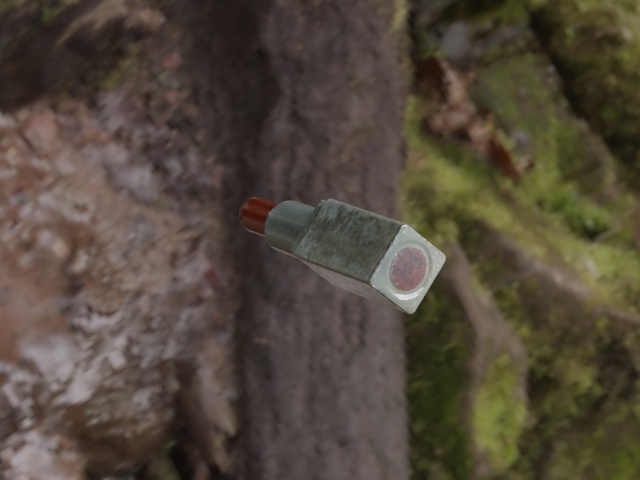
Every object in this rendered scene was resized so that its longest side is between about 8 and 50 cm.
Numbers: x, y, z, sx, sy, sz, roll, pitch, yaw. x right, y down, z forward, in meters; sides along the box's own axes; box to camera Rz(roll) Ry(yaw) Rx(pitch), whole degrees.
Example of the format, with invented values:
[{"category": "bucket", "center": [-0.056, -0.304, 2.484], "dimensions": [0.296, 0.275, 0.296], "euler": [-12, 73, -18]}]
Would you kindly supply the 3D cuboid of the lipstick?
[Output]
[{"category": "lipstick", "center": [0.000, -0.001, 0.813], "dimensions": [0.030, 0.129, 0.030], "euler": [37, 80, -34]}]
